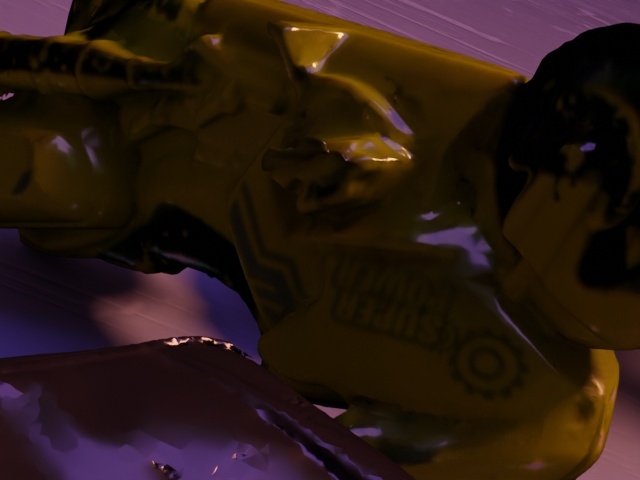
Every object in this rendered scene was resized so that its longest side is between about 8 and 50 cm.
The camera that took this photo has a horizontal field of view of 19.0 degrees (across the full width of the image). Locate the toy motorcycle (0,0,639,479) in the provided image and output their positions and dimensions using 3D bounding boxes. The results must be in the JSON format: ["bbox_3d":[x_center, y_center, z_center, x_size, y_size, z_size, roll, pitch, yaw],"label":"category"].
[{"bbox_3d":[0.002,0.000,0.726,0.342,0.206,0.142,19,4,41],"label":"toy motorcycle"}]

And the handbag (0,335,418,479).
[{"bbox_3d":[-0.035,0.118,0.494,0.244,0.088,0.275,-1,31,-46],"label":"handbag"}]
